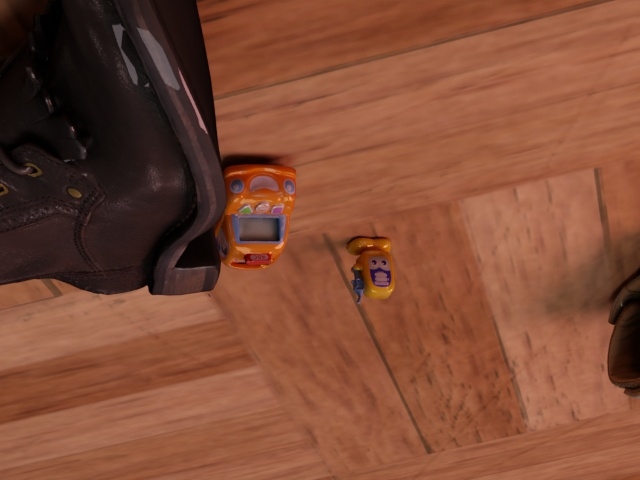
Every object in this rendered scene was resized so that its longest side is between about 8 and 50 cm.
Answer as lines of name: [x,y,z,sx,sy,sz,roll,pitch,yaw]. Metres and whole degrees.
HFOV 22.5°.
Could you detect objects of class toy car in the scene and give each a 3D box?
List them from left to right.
toy car: [0.000,0.000,0.736,0.122,0.040,0.060,12,145,-34]

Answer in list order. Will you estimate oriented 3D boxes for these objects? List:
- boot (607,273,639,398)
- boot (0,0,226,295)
boot: [0.235,0.070,0.905,0.165,0.077,0.213,-3,146,-14]
boot: [-0.154,-0.023,0.593,0.229,0.091,0.263,-7,154,-7]
